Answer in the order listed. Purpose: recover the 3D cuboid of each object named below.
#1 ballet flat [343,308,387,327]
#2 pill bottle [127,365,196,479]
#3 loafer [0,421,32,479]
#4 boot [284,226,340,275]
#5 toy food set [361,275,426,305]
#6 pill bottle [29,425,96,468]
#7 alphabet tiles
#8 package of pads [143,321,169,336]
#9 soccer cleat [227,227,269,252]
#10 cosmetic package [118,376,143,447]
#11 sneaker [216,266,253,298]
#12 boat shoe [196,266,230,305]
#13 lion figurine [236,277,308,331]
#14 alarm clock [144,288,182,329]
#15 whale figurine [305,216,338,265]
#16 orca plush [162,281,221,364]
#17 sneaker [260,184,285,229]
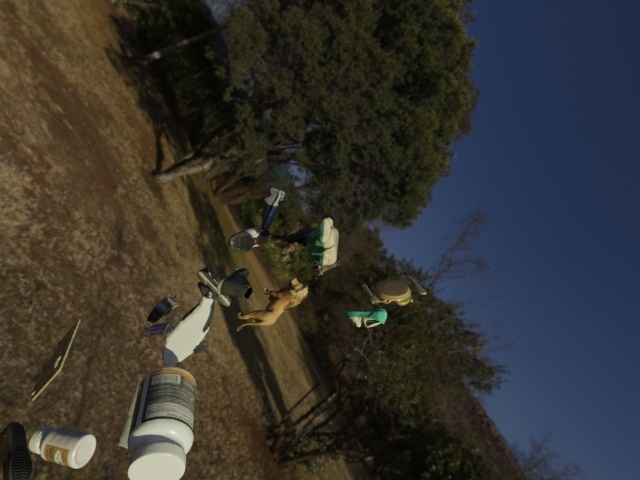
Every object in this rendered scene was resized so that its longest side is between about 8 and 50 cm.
[{"bbox_3d":[0.220,0.400,2.171,0.083,0.247,0.087,47,45,-47],"label":"ballet flat"},{"bbox_3d":[-0.421,0.489,1.135,0.278,0.162,0.162,-113,178,-59],"label":"pill bottle"},{"bbox_3d":[-0.973,0.688,1.334,0.220,0.078,0.080,53,-4,39],"label":"loafer"},{"bbox_3d":[-0.031,0.056,2.022,0.091,0.262,0.229,-15,-90,57],"label":"boot"},{"bbox_3d":[0.235,0.172,1.395,0.132,0.191,0.039,-123,-150,-59],"label":"toy food set"},{"bbox_3d":[-1.060,0.839,1.739,0.131,0.229,0.131,6,90,-76],"label":"pill bottle"},{"bbox_3d":[-0.867,0.395,1.380,0.009,0.237,0.198,34,27,-31],"label":"alphabet tiles"},{"bbox_3d":[-0.576,0.316,1.500,0.050,0.083,0.032,-29,104,-73],"label":"package of pads"},{"bbox_3d":[-0.379,-0.008,2.123,0.318,0.116,0.109,-20,119,-63],"label":"soccer cleat"},{"bbox_3d":[-0.665,0.648,1.599,0.060,0.239,0.099,0,-21,29],"label":"cosmetic package"},{"bbox_3d":[-0.302,0.174,1.655,0.222,0.118,0.083,-45,147,-69],"label":"sneaker"},{"bbox_3d":[-0.449,0.195,1.839,0.206,0.065,0.075,44,-36,12],"label":"boat shoe"},{"bbox_3d":[-0.245,0.355,2.234,0.240,0.392,0.142,8,-45,34],"label":"lion figurine"},{"bbox_3d":[-0.596,0.269,1.652,0.064,0.192,0.129,33,-1,6],"label":"alarm clock"},{"bbox_3d":[0.000,0.000,1.798,0.272,0.141,0.217,71,25,-70],"label":"whale figurine"},{"bbox_3d":[-0.427,0.260,1.376,0.102,0.151,0.288,-131,-122,-65],"label":"orca plush"},{"bbox_3d":[-0.263,-0.164,2.116,0.098,0.224,0.083,29,12,6],"label":"sneaker"}]
